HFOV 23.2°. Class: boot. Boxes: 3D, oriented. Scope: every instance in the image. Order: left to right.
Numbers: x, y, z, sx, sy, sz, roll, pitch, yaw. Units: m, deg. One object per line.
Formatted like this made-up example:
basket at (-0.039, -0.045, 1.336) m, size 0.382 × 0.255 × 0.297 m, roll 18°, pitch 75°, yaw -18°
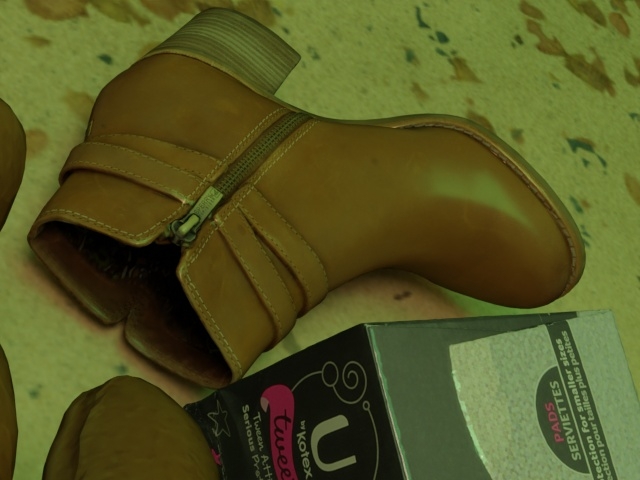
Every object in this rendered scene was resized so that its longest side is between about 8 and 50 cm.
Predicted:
boot at (0.000, 0.000, 0.836) m, size 0.283 × 0.109 × 0.220 m, roll 35°, pitch 39°, yaw -6°

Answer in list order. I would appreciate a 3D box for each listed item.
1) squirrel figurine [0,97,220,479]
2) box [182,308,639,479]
squirrel figurine at (-0.118, 0.213, 0.448) m, size 0.370 × 0.281 × 0.397 m, roll 50°, pitch 22°, yaw -17°
box at (0.066, 0.166, 0.676) m, size 0.163 × 0.142 × 0.247 m, roll -1°, pitch 72°, yaw -41°
